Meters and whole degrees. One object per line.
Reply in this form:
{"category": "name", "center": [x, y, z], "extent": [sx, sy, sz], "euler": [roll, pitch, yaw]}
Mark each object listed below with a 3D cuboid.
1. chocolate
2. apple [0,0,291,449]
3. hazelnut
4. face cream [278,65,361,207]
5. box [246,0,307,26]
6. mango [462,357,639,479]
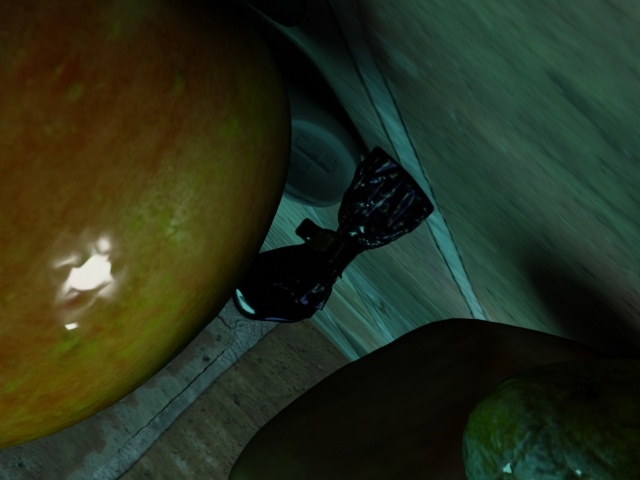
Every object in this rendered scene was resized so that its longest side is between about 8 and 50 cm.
{"category": "chocolate", "center": [0.002, 0.002, 0.934], "extent": [0.072, 0.147, 0.070], "euler": [58, 174, -27]}
{"category": "apple", "center": [-0.191, -0.060, 0.737], "extent": [0.339, 0.339, 0.339], "euler": [47, 174, 6]}
{"category": "hazelnut", "center": [0.117, 0.213, 0.777], "extent": [0.372, 0.315, 0.372], "euler": [16, 169, 3]}
{"category": "face cream", "center": [-0.091, -0.133, 1.017], "extent": [0.291, 0.071, 0.144], "euler": [43, -176, 34]}
{"category": "box", "center": [-0.085, -0.196, 0.670], "extent": [0.212, 0.042, 0.201], "euler": [45, 180, 5]}
{"category": "mango", "center": [0.184, 0.167, 0.537], "extent": [0.316, 0.193, 0.146], "euler": [50, -150, 4]}
